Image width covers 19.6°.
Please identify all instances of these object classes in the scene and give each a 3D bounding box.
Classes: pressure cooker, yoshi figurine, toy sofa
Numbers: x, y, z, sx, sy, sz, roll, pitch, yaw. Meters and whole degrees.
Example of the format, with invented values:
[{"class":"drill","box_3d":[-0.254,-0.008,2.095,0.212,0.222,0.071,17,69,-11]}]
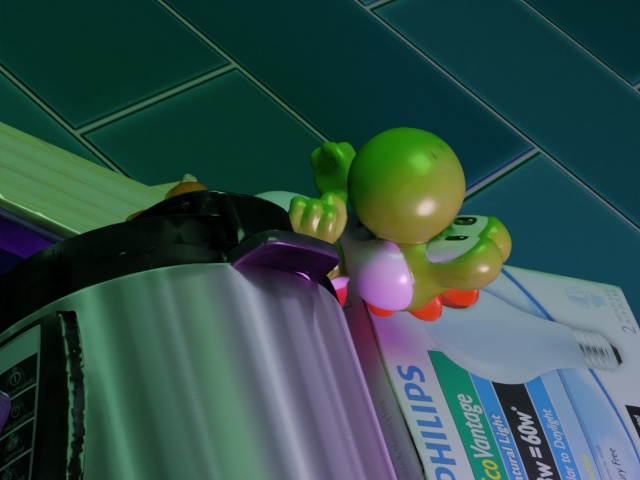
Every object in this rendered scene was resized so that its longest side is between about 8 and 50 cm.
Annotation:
[{"class":"pressure cooker","box_3d":[-0.134,0.178,1.612,0.370,0.375,0.420,-15,60,-3]},{"class":"yoshi figurine","box_3d":[-0.001,-0.028,1.777,0.362,0.203,0.203,-1,66,21]},{"class":"toy sofa","box_3d":[-0.325,-0.034,1.949,0.363,0.150,0.177,23,39,-10]}]

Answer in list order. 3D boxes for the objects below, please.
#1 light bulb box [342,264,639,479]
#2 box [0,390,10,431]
[{"class":"light bulb box","box_3d":[0.169,0.214,1.934,0.361,0.225,0.358,10,40,-28]},{"class":"box","box_3d":[-0.528,0.241,1.238,0.480,0.297,0.471,24,30,-5]}]
